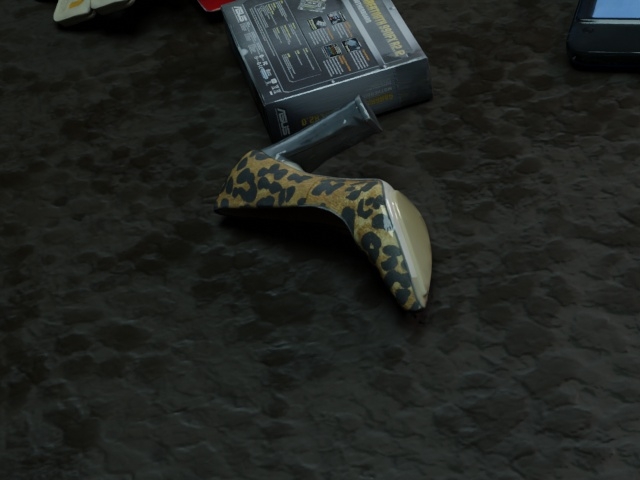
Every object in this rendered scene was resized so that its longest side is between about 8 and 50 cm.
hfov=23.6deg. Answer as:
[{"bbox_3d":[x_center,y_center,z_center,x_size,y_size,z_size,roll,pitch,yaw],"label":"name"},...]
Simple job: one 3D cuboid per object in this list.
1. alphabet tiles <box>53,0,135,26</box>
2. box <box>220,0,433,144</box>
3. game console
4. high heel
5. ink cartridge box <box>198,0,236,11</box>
[{"bbox_3d":[-0.246,-0.395,1.904,0.278,0.021,0.284,-10,55,41],"label":"alphabet tiles"},{"bbox_3d":[0.002,-0.211,1.695,0.183,0.056,0.231,-17,39,-6],"label":"box"},{"bbox_3d":[0.404,-0.331,1.638,0.250,0.173,0.293,4,41,19],"label":"game console"},{"bbox_3d":[0.000,0.000,1.449,0.186,0.093,0.261,-30,50,14],"label":"high heel"},{"bbox_3d":[-0.079,-0.440,1.919,0.271,0.130,0.309,-24,36,-9],"label":"ink cartridge box"}]
